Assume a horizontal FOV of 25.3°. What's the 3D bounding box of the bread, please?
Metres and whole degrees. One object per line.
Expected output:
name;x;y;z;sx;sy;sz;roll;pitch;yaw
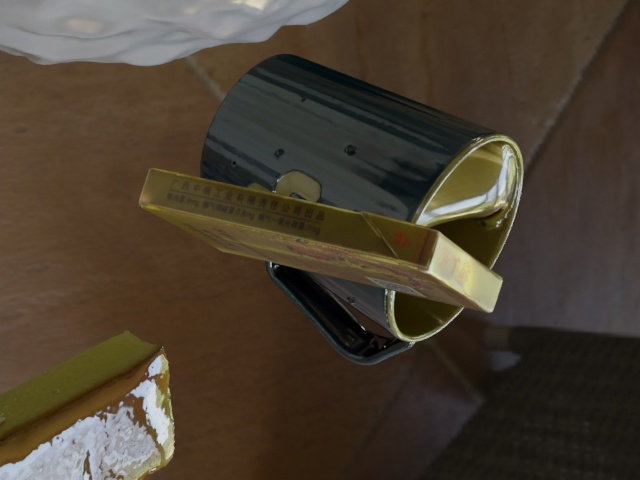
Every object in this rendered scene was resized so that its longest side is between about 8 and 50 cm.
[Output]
bread;-0.285;0.213;1.258;0.361;0.077;0.138;-28;131;-40

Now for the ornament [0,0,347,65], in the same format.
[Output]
ornament;-0.068;-0.229;0.511;0.337;0.337;0.337;1;88;-40

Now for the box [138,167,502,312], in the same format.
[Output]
box;0.000;0.000;0.672;0.089;0.156;0.022;28;76;-59

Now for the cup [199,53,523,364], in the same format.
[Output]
cup;0.017;-0.015;0.851;0.131;0.155;0.176;-28;140;-45
